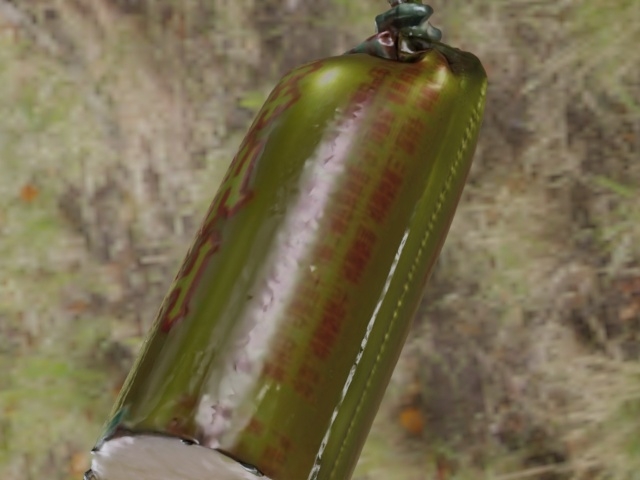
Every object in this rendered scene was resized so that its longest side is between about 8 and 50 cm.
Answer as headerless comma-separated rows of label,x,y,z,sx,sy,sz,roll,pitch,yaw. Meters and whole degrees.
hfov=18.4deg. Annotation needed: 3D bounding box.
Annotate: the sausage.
sausage,0.001,-0.001,0.958,0.125,0.117,0.317,-15,45,52
